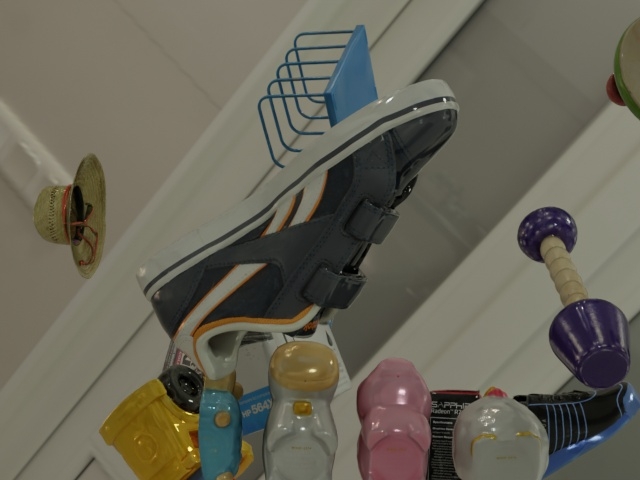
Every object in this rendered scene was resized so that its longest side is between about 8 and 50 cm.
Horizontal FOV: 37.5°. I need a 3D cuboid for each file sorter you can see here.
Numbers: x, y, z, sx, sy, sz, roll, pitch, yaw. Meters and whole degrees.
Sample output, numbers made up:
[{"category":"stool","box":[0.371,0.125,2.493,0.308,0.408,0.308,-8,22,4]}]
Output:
[{"category":"file sorter","box":[-0.001,-0.182,1.216,0.170,0.104,0.118,-68,152,-46]}]

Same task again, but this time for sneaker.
[{"category":"sneaker","box":[0.000,0.000,0.798,0.128,0.321,0.126,59,18,13]},{"category":"sneaker","box":[0.280,0.213,1.130,0.091,0.232,0.081,62,-21,2]}]

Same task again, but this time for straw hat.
[{"category":"straw hat","box":[-0.290,-0.028,1.069,0.061,0.145,0.144,3,18,4]}]

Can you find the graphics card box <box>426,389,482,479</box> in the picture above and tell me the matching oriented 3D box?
[{"category":"graphics card box","box":[0.219,0.444,1.568,0.233,0.094,0.371,60,32,-73]}]

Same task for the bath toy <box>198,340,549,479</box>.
[{"category":"bath toy","box":[0.054,0.183,0.958,0.348,0.152,0.129,7,9,-3]}]

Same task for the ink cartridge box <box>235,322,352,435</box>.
[{"category":"ink cartridge box","box":[-0.062,0.110,1.130,0.148,0.085,0.203,-15,83,-60]}]

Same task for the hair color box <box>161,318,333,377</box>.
[{"category":"hair color box","box":[-0.127,0.162,1.604,0.105,0.347,0.174,29,59,-30]}]

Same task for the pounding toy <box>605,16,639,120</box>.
[{"category":"pounding toy","box":[0.477,-0.212,1.265,0.183,0.236,0.110,60,-20,10]}]

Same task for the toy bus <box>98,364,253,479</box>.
[{"category":"toy bus","box":[-0.171,0.297,1.359,0.211,0.149,0.220,54,24,21]}]

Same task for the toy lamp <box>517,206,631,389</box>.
[{"category":"toy lamp","box":[0.260,0.056,0.975,0.080,0.080,0.275,37,22,-14]}]
